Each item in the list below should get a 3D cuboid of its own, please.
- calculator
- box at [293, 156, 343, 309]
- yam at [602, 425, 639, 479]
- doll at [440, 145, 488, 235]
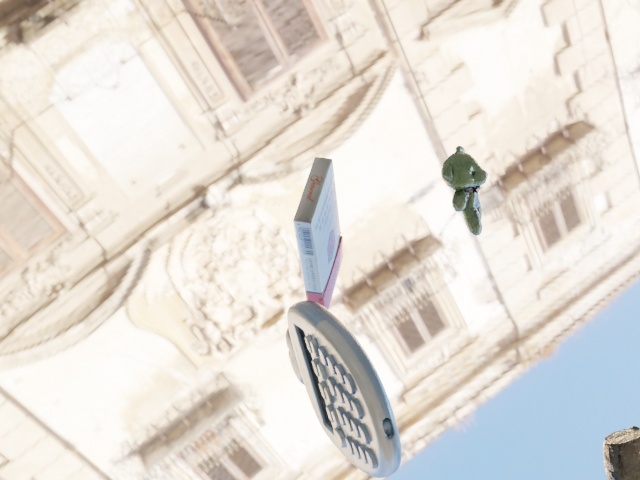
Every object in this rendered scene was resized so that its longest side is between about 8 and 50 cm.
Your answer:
[{"bbox_3d":[0.018,0.163,1.111,0.042,0.188,0.303,-20,-164,-13],"label":"calculator"},{"bbox_3d":[0.000,0.000,1.549,0.035,0.245,0.139,7,-130,13],"label":"box"},{"bbox_3d":[0.350,0.330,1.071,0.061,0.252,0.061,-10,-175,1],"label":"yam"},{"bbox_3d":[0.258,-0.086,1.681,0.078,0.150,0.115,-7,-149,24],"label":"doll"}]
